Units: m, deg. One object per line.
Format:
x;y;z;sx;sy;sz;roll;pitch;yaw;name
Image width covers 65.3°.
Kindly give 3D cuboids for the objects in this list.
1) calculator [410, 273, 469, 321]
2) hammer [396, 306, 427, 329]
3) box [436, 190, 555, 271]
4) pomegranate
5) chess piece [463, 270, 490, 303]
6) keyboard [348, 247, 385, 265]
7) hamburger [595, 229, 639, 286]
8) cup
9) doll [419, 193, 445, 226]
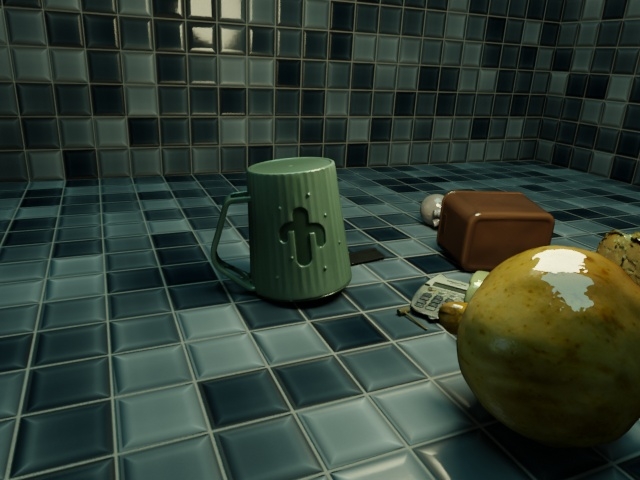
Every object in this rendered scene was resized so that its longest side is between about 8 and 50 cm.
0.372;0.175;1.481;0.177;0.040;0.268;14;24;30;calculator
0.258;0.217;1.383;0.035;0.019;0.110;-9;25;-29;hammer
0.626;-0.030;1.802;0.339;0.239;0.229;0;23;-8;box
0.425;0.194;0.975;0.410;0.410;0.410;2;20;-1;pomegranate
0.585;0.197;1.220;0.442;0.234;0.234;10;21;33;chess piece
0.121;0.066;1.775;0.231;0.023;0.072;-10;31;-31;keyboard
0.889;0.131;1.332;0.195;0.277;0.318;1;19;-16;hamburger
-0.107;-0.024;1.480;0.400;0.392;0.310;-18;23;-34;cup
0.544;-0.101;2.131;0.150;0.151;0.287;-6;26;-23;doll
